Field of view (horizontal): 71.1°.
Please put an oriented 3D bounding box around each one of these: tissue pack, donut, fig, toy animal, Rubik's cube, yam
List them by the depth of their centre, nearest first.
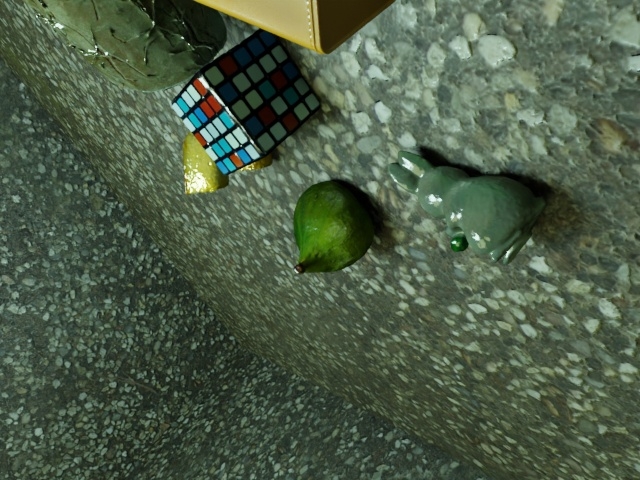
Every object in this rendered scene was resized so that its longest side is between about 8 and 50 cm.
[{"bbox_3d":[-0.053,-0.375,0.567,0.274,0.194,0.145,32,151,24],"label":"tissue pack"},{"bbox_3d":[-0.343,-0.421,0.720,0.240,0.241,0.348,28,173,29],"label":"yam"},{"bbox_3d":[0.227,-0.071,0.735,0.251,0.127,0.125,44,169,32],"label":"toy animal"},{"bbox_3d":[-0.146,-0.262,0.870,0.182,0.184,0.187,53,153,-18],"label":"Rubik's cube"},{"bbox_3d":[0.000,0.000,0.993,0.203,0.235,0.203,28,149,19],"label":"fig"},{"bbox_3d":[-0.214,-0.212,1.016,0.101,0.259,0.152,8,120,31],"label":"donut"}]
